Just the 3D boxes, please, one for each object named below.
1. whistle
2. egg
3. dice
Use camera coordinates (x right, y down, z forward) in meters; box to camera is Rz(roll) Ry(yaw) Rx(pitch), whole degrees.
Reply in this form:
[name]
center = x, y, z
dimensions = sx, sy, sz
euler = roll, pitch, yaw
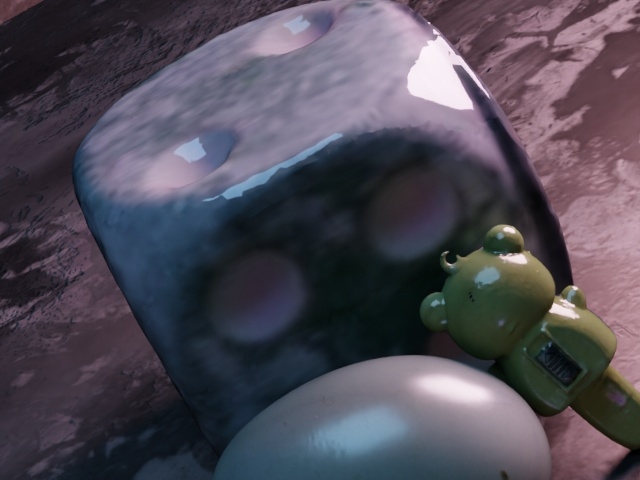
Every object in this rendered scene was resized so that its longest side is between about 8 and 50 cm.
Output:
[whistle]
center = 0.180, 0.083, 1.297
dimensions = 0.105, 0.227, 0.085
euler = -48, 11, 8
[egg]
center = 0.046, 0.183, 1.258
dimensions = 0.264, 0.183, 0.183
euler = -10, 30, 2
[dice]
center = 0.000, 0.000, 1.453
dimensions = 0.348, 0.328, 0.330
euler = -27, 29, -4
